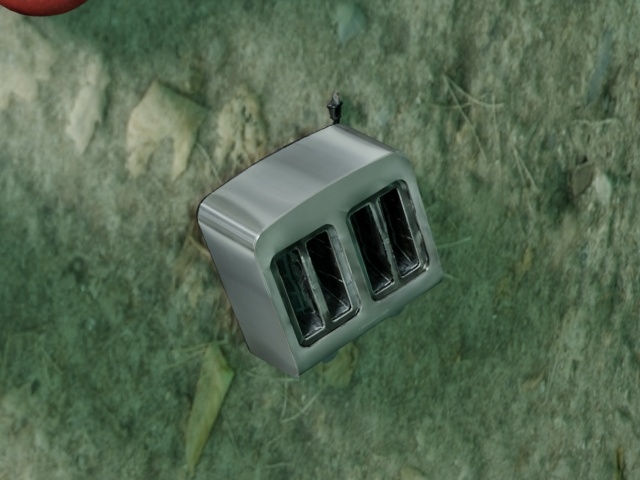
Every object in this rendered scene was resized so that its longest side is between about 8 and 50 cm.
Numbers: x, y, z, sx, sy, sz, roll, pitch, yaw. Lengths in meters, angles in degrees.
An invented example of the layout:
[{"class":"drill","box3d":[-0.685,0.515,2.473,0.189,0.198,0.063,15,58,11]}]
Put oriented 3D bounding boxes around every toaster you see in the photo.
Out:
[{"class":"toaster","box3d":[0.000,0.000,1.053,0.168,0.110,0.186,-31,121,-22]}]

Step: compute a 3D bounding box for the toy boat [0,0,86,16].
[{"class":"toy boat","box3d":[-0.140,-0.251,0.841,0.231,0.151,0.151,-38,124,-16]}]
